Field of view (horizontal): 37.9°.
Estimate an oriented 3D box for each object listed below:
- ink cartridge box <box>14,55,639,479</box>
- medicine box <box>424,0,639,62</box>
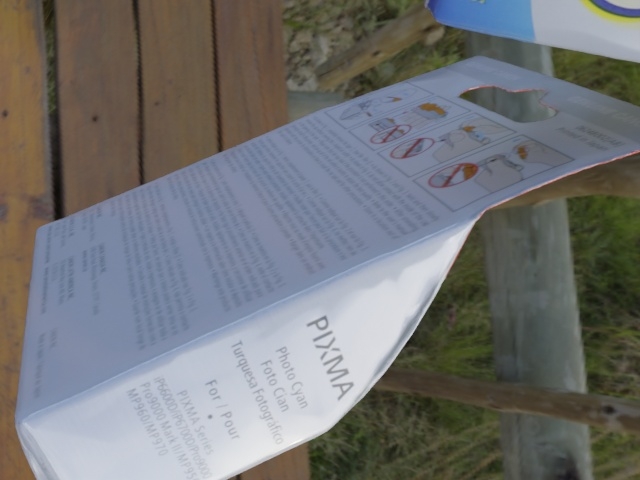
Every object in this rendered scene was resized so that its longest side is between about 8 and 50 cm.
[{"bbox_3d":[0.000,0.000,0.617,0.385,0.308,0.091,-22,112,-6],"label":"ink cartridge box"},{"bbox_3d":[0.213,-0.210,0.384,0.290,0.263,0.149,11,49,-1],"label":"medicine box"}]
